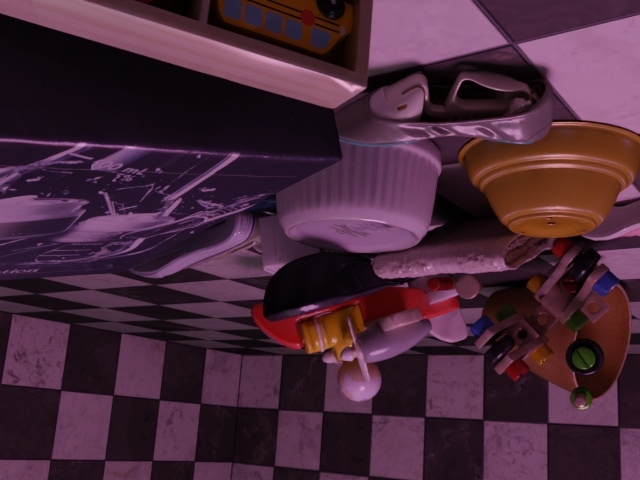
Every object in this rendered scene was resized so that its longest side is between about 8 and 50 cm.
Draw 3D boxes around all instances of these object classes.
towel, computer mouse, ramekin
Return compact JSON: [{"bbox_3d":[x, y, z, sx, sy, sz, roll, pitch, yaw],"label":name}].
[{"bbox_3d":[-0.079,-0.060,1.107,0.119,0.029,0.067,7,164,-16],"label":"towel"},{"bbox_3d":[0.210,0.007,1.054,0.187,0.049,0.282,-7,-174,34],"label":"towel"},{"bbox_3d":[0.009,0.053,1.044,0.188,0.072,0.272,-16,176,26],"label":"computer mouse"},{"bbox_3d":[0.041,-0.056,0.930,0.207,0.109,0.207,4,166,1],"label":"ramekin"}]

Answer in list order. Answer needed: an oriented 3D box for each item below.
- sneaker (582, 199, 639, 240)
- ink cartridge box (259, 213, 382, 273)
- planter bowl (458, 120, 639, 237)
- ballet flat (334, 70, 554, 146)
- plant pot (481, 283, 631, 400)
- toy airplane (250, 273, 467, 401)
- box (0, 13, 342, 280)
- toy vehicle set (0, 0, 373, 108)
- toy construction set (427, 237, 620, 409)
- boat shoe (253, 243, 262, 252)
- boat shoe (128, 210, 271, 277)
[{"bbox_3d":[0.434,-0.022,1.071,0.070,0.051,0.134,21,154,-36],"label":"sneaker"},{"bbox_3d":[0.023,-0.001,1.129,0.190,0.082,0.139,-9,168,16],"label":"ink cartridge box"},{"bbox_3d":[0.271,-0.057,0.900,0.217,0.091,0.217,3,165,1],"label":"planter bowl"},{"bbox_3d":[0.113,-0.131,0.729,0.213,0.072,0.068,2,139,6],"label":"ballet flat"},{"bbox_3d":[0.470,0.184,1.597,0.254,0.237,0.237,9,174,46],"label":"plant pot"},{"bbox_3d":[0.105,0.180,1.515,0.384,0.273,0.386,-5,166,37],"label":"toy airplane"},{"bbox_3d":[-0.223,-0.088,0.504,0.343,0.179,0.312,-3,165,-42],"label":"box"},{"bbox_3d":[-0.093,-0.176,0.363,0.266,0.166,0.035,11,165,-27],"label":"toy vehicle set"},{"bbox_3d":[0.366,0.107,1.346,0.308,0.258,0.237,20,-174,23],"label":"toy construction set"},{"bbox_3d":[-0.001,0.001,1.261,0.227,0.079,0.081,7,176,9],"label":"boat shoe"},{"bbox_3d":[-0.207,0.005,1.254,0.302,0.109,0.094,-11,162,38],"label":"boat shoe"}]
